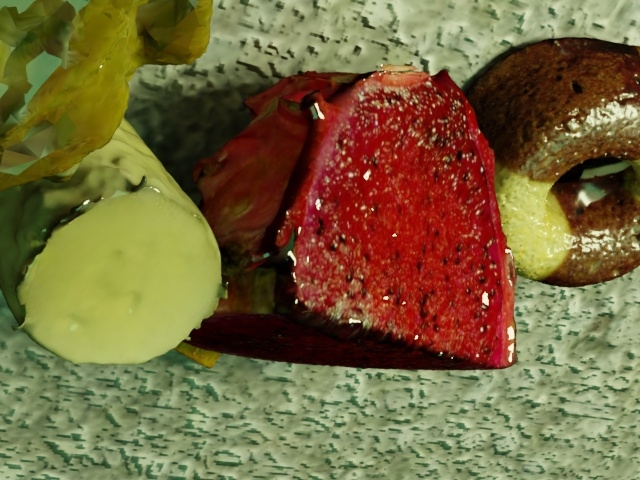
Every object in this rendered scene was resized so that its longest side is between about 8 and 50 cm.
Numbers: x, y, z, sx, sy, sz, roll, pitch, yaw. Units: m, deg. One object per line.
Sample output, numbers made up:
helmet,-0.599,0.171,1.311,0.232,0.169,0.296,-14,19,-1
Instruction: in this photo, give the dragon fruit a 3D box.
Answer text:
dragon fruit,0.000,0.000,0.904,0.189,0.163,0.262,-32,158,20

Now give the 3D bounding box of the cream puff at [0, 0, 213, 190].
cream puff,-0.159,-0.136,0.654,0.244,0.196,0.244,-16,130,-20

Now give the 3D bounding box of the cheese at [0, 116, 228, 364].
cheese,-0.125,-0.026,0.793,0.094,0.167,0.123,-41,138,1

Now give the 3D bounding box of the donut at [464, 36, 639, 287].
donut,0.159,-0.042,1.036,0.184,0.073,0.166,20,116,-40

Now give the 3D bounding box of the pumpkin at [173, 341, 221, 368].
pumpkin,-0.069,0.039,0.982,0.073,0.035,0.101,-47,139,14
